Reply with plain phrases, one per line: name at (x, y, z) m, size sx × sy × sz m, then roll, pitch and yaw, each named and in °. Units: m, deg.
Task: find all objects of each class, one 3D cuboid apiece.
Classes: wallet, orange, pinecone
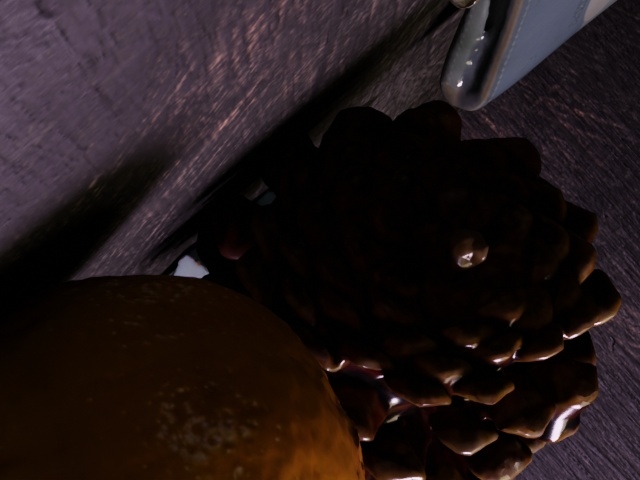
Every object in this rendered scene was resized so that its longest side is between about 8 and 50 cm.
wallet at (0.279, -0.292, 1.860) m, size 0.360 × 0.083 × 0.252 m, roll -39°, pitch 164°, yaw -27°
orange at (-0.137, 0.188, 1.239) m, size 0.293 × 0.341 × 0.340 m, roll 6°, pitch 142°, yaw -41°
pinecone at (0.061, 0.072, 1.716) m, size 0.398 × 0.398 × 0.398 m, roll -42°, pitch 178°, yaw -2°

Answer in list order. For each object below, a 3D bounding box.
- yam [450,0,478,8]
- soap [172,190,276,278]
yam at (0.144, -0.235, 1.531) m, size 0.094 × 0.043 × 0.043 m, roll -39°, pitch 177°, yaw -23°
soap at (-0.064, 0.038, 1.960) m, size 0.091 × 0.145 × 0.230 m, roll -55°, pitch 175°, yaw 36°
